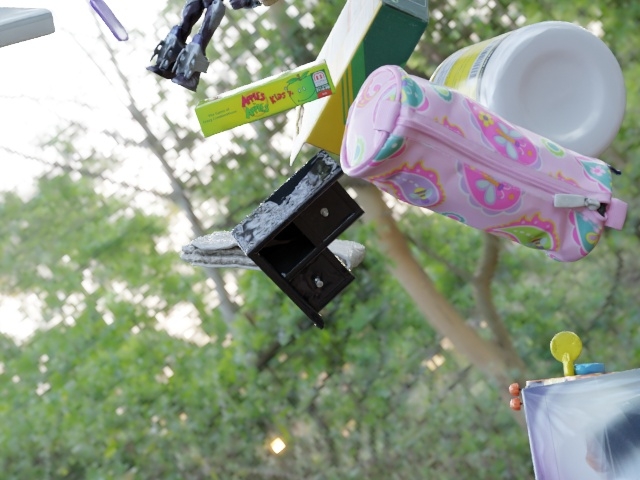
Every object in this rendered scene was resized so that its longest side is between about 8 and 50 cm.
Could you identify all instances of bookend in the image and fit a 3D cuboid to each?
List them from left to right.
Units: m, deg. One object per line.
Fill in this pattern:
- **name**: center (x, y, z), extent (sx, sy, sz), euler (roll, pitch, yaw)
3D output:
- **bookend**: center (0.000, 0.000, 1.575), extent (0.156, 0.157, 0.072), euler (-42, 32, 0)

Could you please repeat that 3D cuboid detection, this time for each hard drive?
- **hard drive**: center (-0.625, -0.307, 1.964), extent (0.353, 0.233, 0.047), euler (-26, -62, -43)

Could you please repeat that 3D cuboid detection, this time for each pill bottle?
- **pill bottle**: center (0.249, -0.177, 1.677), extent (0.188, 0.188, 0.334), euler (-37, 10, -10)

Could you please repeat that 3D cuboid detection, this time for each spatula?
- **spatula**: center (-0.418, -0.496, 2.281), extent (0.030, 0.296, 0.084), euler (-19, 8, 14)

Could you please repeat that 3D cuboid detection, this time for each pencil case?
- **pencil case**: center (0.160, -0.071, 1.244), extent (0.124, 0.284, 0.124), euler (-51, 27, 38)

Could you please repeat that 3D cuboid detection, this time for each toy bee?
- **toy bee**: center (0.420, 0.277, 2.190), extent (0.162, 0.195, 0.298), euler (-3, -30, -11)

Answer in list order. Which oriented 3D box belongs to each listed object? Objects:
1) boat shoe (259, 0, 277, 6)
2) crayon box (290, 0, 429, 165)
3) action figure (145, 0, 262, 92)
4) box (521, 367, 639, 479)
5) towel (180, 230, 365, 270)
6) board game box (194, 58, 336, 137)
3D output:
- **boat shoe**: center (-0.027, -0.407, 1.719), extent (0.207, 0.073, 0.073), euler (-39, 30, 15)
- **crayon box**: center (0.058, -0.274, 1.927), extent (0.203, 0.083, 0.323), euler (-86, 22, -49)
- **action figure**: center (-0.186, -0.390, 2.080), extent (0.099, 0.185, 0.285), euler (14, -79, -62)
- **box**: center (0.410, 0.313, 1.492), extent (0.294, 0.296, 0.182), euler (-13, -34, 12)
- **towel**: center (-0.074, 0.017, 2.070), extent (0.187, 0.282, 0.049), euler (-33, -54, -78)
- **board game box**: center (-0.072, -0.189, 1.668), extent (0.181, 0.043, 0.092), euler (-19, 12, 3)
